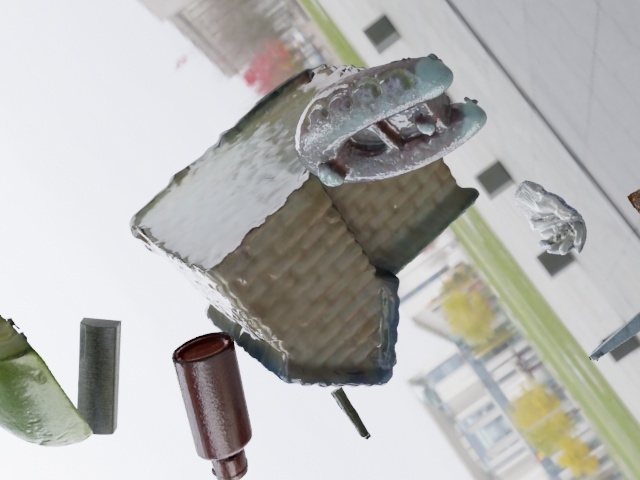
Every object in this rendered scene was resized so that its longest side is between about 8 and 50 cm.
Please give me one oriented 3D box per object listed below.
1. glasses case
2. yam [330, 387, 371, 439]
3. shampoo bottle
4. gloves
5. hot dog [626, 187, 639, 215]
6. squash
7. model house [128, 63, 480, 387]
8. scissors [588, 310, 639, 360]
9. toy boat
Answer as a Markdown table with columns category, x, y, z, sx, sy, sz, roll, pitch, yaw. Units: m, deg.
| category | x | y | z | sx | sy | sz | roll | pitch | yaw |
| --- | --- | --- | --- | --- | --- | --- | --- | --- | --- |
| glasses case | -0.392 | 0.240 | 1.599 | 0.047 | 0.070 | 0.205 | -92 | 7 | -76 |
| yam | 0.066 | 0.381 | 1.979 | 0.129 | 0.033 | 0.027 | 59 | 150 | -1 |
| shampoo bottle | -0.165 | 0.275 | 1.454 | 0.064 | 0.102 | 0.260 | 37 | 142 | 51 |
| gloves | 0.473 | -0.044 | 1.840 | 0.229 | 0.097 | 0.119 | -108 | 9 | -51 |
| hot dog | 0.572 | -0.053 | 1.426 | 0.168 | 0.078 | 0.061 | 19 | -159 | 33 |
| squash | -0.487 | 0.216 | 1.405 | 0.203 | 0.111 | 0.289 | 37 | 155 | 26 |
| model house | 0.000 | 0.000 | 1.486 | 0.400 | 0.445 | 0.395 | 52 | 164 | -26 |
| scissors | 0.625 | 0.104 | 1.623 | 0.191 | 0.360 | 0.029 | 50 | -162 | 8 |
| toy boat | 0.071 | -0.122 | 1.046 | 0.155 | 0.227 | 0.085 | 35 | -131 | -45 |
